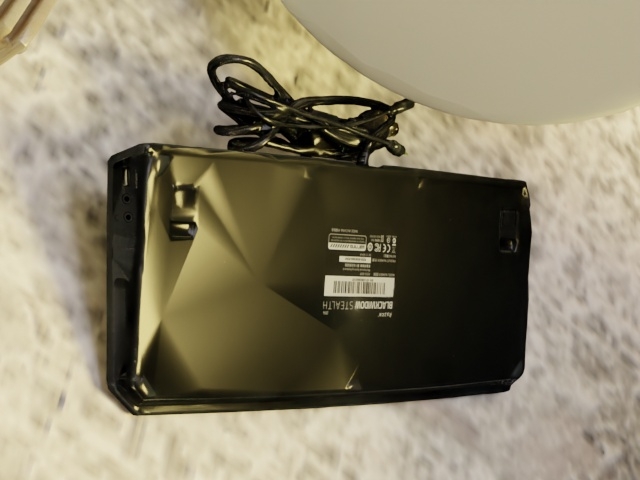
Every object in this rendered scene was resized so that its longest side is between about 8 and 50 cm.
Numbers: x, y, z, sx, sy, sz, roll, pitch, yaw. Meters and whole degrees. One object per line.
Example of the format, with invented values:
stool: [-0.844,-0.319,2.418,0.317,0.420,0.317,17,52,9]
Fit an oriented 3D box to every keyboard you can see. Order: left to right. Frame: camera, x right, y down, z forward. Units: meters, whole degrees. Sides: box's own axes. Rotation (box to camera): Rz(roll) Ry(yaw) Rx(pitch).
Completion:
keyboard: [0.000,0.000,0.553,0.192,0.038,0.100,4,91,-51]

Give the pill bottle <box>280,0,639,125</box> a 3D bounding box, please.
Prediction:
pill bottle: [0.132,-0.193,0.646,0.224,0.224,0.392,60,35,-8]

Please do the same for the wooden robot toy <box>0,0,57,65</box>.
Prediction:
wooden robot toy: [-0.103,-0.113,0.361,0.173,0.079,0.076,58,37,-10]
